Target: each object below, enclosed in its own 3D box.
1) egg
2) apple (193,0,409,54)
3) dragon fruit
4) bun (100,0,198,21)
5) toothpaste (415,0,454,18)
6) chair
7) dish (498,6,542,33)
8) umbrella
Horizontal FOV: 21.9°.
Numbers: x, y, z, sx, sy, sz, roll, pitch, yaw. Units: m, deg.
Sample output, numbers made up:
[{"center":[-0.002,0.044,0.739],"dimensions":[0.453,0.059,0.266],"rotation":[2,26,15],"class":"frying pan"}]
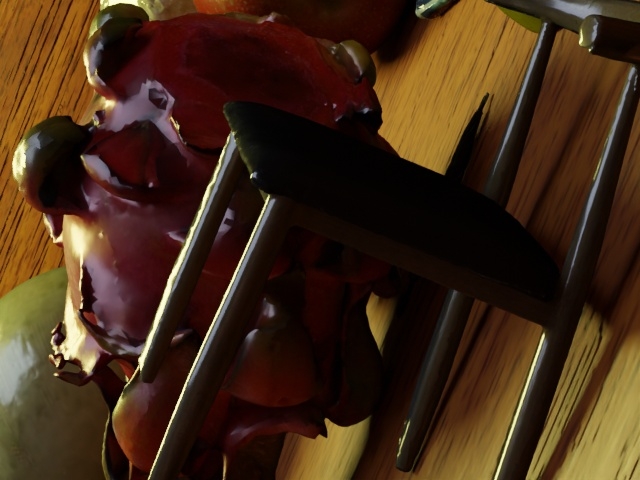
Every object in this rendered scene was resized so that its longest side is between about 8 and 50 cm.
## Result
[{"center":[-0.180,0.148,1.281],"dimensions":[0.295,0.218,0.218],"rotation":[114,170,-50],"class":"egg"},{"center":[-0.014,-0.211,1.276],"dimensions":[0.181,0.181,0.168],"rotation":[-65,26,14],"class":"apple"},{"center":[-0.064,0.017,0.966],"dimensions":[0.243,0.227,0.307],"rotation":[77,-162,-60],"class":"dragon fruit"},{"center":[-0.067,-0.210,1.454],"dimensions":[0.259,0.152,0.259],"rotation":[-42,-10,-9],"class":"bun"},{"center":[0.087,-0.173,1.147],"dimensions":[0.027,0.019,0.083],"rotation":[-55,10,-25],"class":"toothpaste"},{"center":[0.034,-0.009,0.753],"dimensions":[0.188,0.166,0.272],"rotation":[-119,51,-74],"class":"chair"},{"center":[0.118,-0.200,0.924],"dimensions":[0.208,0.080,0.149],"rotation":[-106,40,-68],"class":"dish"},{"center":[0.071,-0.021,0.965],"dimensions":[0.022,0.022,0.149],"rotation":[80,-148,-67],"class":"umbrella"}]
